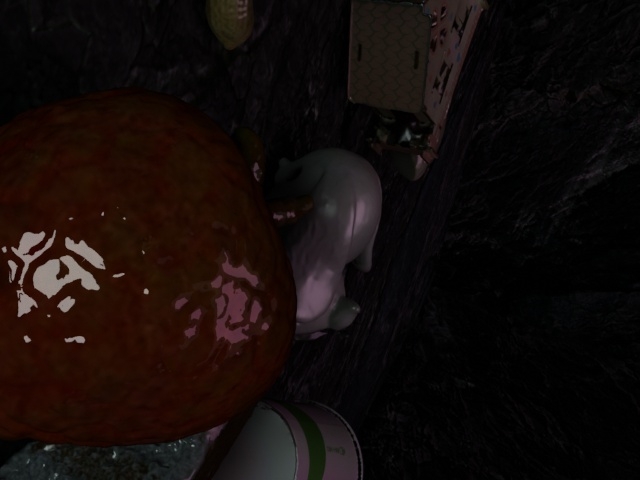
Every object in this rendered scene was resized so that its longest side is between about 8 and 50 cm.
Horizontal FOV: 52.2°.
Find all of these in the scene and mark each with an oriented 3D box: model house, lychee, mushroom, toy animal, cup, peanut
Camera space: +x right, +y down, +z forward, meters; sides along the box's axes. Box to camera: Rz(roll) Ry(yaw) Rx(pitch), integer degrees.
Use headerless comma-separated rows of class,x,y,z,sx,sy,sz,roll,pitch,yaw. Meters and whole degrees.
model house,0.133,-0.315,1.048,0.244,0.169,0.326,21,88,-66
lychee,-0.122,0.020,0.463,0.300,0.255,0.255,-27,146,-18
mushroom,0.205,-0.289,1.321,0.128,0.128,0.350,48,57,-72
toy animal,-0.008,0.018,0.941,0.289,0.174,0.249,92,24,-50
cup,-0.082,0.356,1.034,0.253,0.253,0.274,-65,155,-15
peanut,-0.084,-0.234,0.618,0.054,0.054,0.113,-54,160,-42

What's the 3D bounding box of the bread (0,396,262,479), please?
bread,-0.209,0.240,0.587,0.113,0.165,0.416,93,23,-49
